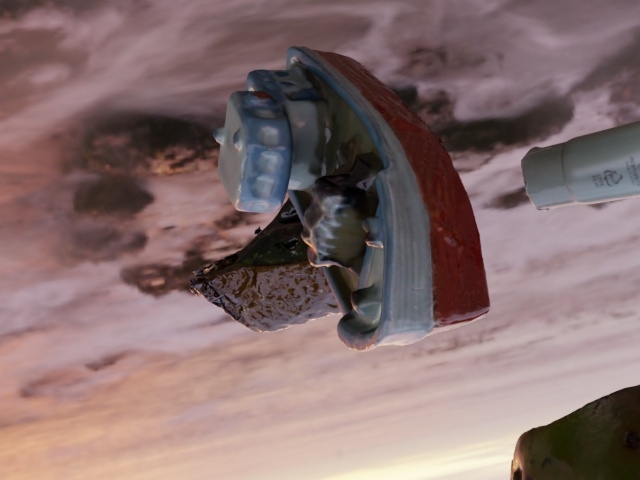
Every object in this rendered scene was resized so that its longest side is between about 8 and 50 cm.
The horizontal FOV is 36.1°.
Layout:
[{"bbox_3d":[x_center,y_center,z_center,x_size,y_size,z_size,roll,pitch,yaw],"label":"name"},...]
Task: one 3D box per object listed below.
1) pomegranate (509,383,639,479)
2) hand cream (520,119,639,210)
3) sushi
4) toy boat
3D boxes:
[{"bbox_3d":[0.348,0.292,0.918,0.358,0.216,0.310,16,146,5],"label":"pomegranate"},{"bbox_3d":[0.242,-0.061,0.682,0.205,0.078,0.050,-10,-160,35],"label":"hand cream"},{"bbox_3d":[0.000,0.001,1.069,0.287,0.149,0.140,-14,124,-2],"label":"sushi"},{"bbox_3d":[0.008,-0.032,0.723,0.133,0.332,0.145,-1,123,-21],"label":"toy boat"}]
